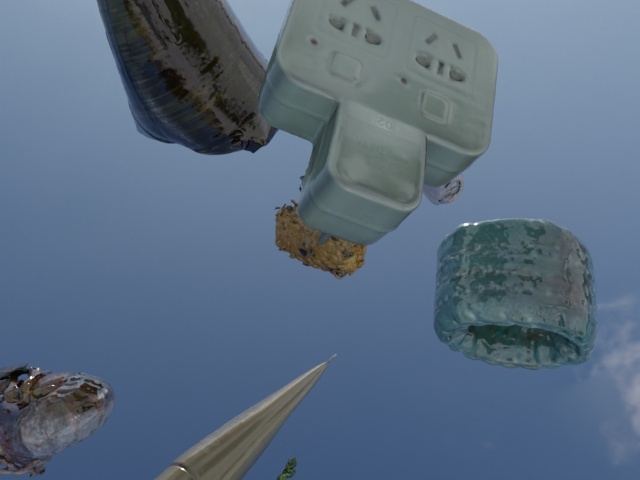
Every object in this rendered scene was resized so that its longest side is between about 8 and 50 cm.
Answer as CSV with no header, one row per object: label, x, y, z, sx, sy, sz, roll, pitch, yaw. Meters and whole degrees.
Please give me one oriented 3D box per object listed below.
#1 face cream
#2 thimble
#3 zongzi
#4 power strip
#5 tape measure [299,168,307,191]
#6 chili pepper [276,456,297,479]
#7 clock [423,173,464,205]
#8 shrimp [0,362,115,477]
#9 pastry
face cream,-0.105,0.281,0.902,0.084,0.137,0.341,46,-136,10
thimble,0.262,0.076,0.824,0.234,0.198,0.143,18,-117,-20
zongzi,-0.301,-0.324,1.067,0.431,0.403,0.208,9,-126,42
power strip,0.048,-0.120,0.647,0.229,0.141,0.261,19,-118,-12
tape measure,0.010,-0.113,1.216,0.094,0.091,0.054,-7,-98,-16
chili pepper,-0.060,0.394,1.059,0.027,0.083,0.022,3,-141,-32
clock,0.301,-0.165,1.461,0.117,0.176,0.080,-24,-133,-22
shrimp,-0.401,0.239,0.803,0.117,0.342,0.145,61,-149,-21
pastry,0.000,0.000,0.785,0.056,0.080,0.140,-24,-141,-39
